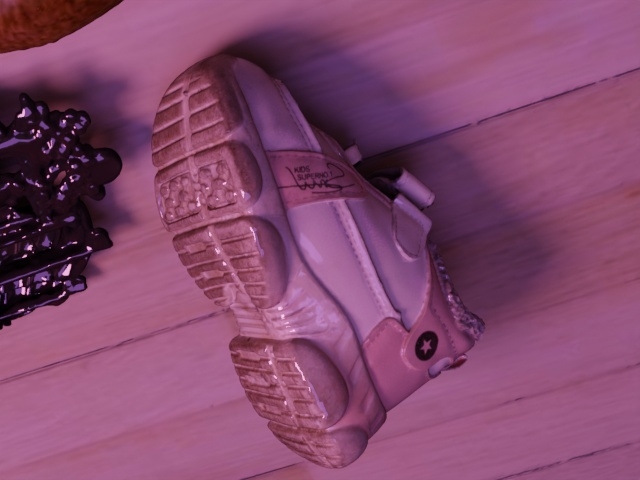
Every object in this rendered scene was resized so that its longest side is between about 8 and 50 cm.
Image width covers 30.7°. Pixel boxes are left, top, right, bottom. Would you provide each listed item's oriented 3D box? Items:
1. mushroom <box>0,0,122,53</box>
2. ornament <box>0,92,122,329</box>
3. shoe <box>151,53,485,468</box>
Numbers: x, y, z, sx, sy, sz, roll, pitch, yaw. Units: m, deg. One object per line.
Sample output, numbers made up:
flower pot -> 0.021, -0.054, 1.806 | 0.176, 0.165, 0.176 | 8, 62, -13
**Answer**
mushroom -> -0.209, -0.269, 0.616 | 0.345, 0.239, 0.345 | 0, 90, 15
ornament -> -0.284, -0.012, 0.985 | 0.261, 0.106, 0.251 | -16, 133, -3
shoe -> -0.002, -0.001, 0.977 | 0.198, 0.172, 0.350 | -28, 109, -27
